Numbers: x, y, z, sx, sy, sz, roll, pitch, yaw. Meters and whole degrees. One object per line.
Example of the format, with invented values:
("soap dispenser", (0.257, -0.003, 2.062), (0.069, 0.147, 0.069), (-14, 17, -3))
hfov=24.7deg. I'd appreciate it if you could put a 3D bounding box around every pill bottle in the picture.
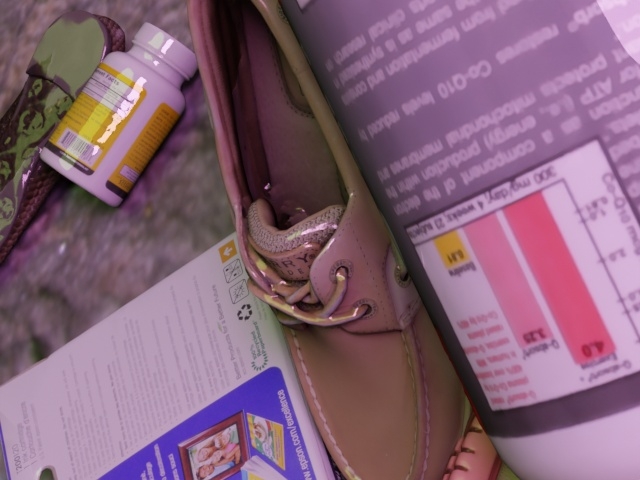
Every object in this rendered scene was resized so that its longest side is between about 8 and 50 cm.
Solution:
("pill bottle", (-0.131, -0.086, 0.984), (0.065, 0.065, 0.116), (33, 87, 41))
("pill bottle", (0.128, -0.029, 0.558), (0.210, 0.210, 0.363), (-25, 89, 23))

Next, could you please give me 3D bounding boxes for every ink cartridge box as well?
("ink cartridge box", (-0.090, 0.125, 0.857), (0.208, 0.045, 0.206), (-32, 52, 17))

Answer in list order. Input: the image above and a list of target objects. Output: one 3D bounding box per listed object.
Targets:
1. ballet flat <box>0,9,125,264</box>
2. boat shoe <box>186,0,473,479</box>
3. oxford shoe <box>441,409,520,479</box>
("ballet flat", (-0.215, -0.052, 1.040), (0.084, 0.058, 0.250), (36, 96, 20))
("boat shoe", (0.000, 0.000, 0.732), (0.109, 0.098, 0.302), (-4, 103, 35))
("oxford shoe", (0.103, 0.205, 0.650), (0.146, 0.140, 0.397), (13, 70, 10))
